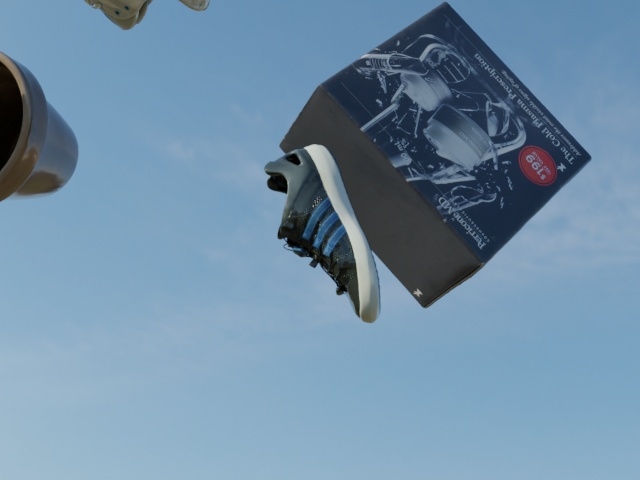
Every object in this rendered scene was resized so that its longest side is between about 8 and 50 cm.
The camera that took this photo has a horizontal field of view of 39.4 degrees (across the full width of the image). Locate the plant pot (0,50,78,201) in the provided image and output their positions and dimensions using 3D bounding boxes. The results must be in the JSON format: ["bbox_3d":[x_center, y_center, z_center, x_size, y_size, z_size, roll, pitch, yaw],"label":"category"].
[{"bbox_3d":[-0.526,-0.162,1.475,0.263,0.263,0.229,-4,-10,16],"label":"plant pot"}]

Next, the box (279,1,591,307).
[{"bbox_3d":[0.177,-0.134,1.367,0.343,0.312,0.179,48,-33,4],"label":"box"}]

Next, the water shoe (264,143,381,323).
[{"bbox_3d":[0.000,0.000,0.886,0.080,0.203,0.073,-17,-30,-5],"label":"water shoe"}]

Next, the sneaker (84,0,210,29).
[{"bbox_3d":[-0.174,-0.204,0.690,0.191,0.071,0.082,2,-66,6],"label":"sneaker"}]
